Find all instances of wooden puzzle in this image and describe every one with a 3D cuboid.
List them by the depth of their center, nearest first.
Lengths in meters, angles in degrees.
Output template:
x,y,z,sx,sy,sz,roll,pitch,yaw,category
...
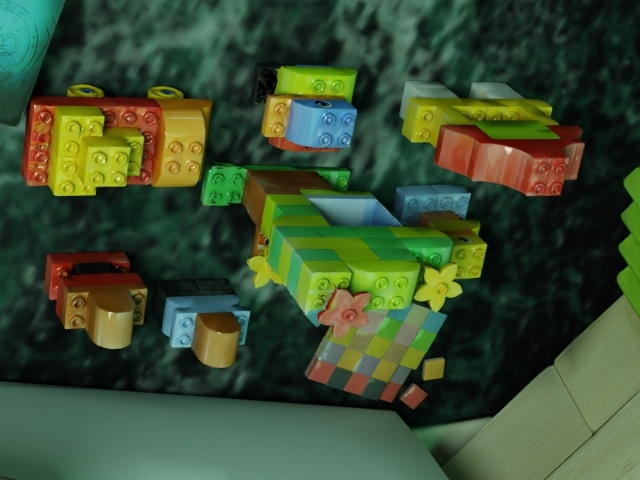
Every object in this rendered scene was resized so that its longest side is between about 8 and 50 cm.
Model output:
x,y,z,sx,sy,sz,roll,pitch,yaw,category
0.025,0.046,0.669,0.083,0.006,0.049,20,106,-32,wooden puzzle

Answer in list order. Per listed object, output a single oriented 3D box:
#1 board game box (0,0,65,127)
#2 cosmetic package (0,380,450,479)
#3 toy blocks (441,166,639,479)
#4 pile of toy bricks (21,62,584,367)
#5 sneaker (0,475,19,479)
x,y,z,sx,sy,sz,roll,pitch,yaw,category
-0.163,-0.118,0.481,0.186,0.026,0.126,14,110,-30,board game box
-0.129,0.243,0.649,0.284,0.097,0.377,7,113,-29,cosmetic package
0.194,0.165,0.731,0.381,0.191,0.261,30,113,-33,toy blocks
0.000,0.000,0.572,0.212,0.105,0.118,-2,117,-24,pile of toy bricks
-0.200,0.195,0.487,0.161,0.102,0.282,8,102,-22,sneaker
